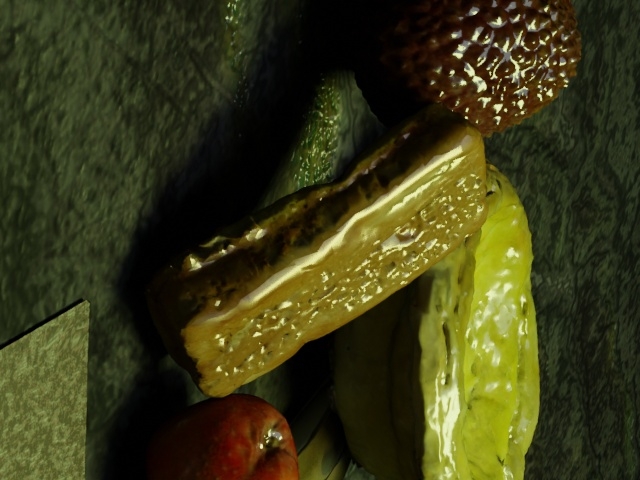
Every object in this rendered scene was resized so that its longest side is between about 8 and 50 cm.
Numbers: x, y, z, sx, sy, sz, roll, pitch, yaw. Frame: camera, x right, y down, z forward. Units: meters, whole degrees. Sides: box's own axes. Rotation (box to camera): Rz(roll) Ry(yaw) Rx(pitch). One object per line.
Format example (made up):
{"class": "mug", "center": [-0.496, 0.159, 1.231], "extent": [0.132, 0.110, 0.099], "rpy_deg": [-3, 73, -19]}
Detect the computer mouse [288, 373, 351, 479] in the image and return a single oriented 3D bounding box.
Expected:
{"class": "computer mouse", "center": [-0.015, 0.197, 1.622], "extent": [0.199, 0.045, 0.102], "rpy_deg": [-48, 148, -36]}

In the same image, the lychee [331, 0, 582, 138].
{"class": "lychee", "center": [0.099, -0.164, 1.462], "extent": [0.194, 0.194, 0.194], "rpy_deg": [-40, 140, -45]}

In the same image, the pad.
{"class": "pad", "center": [-0.209, 0.170, 1.287], "extent": [0.158, 0.003, 0.235], "rpy_deg": [-32, 134, -51]}

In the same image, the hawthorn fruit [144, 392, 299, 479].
{"class": "hawthorn fruit", "center": [-0.072, 0.174, 1.404], "extent": [0.128, 0.128, 0.128], "rpy_deg": [-40, 140, -45]}

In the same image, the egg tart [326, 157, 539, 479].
{"class": "egg tart", "center": [0.102, 0.095, 1.641], "extent": [0.345, 0.132, 0.345], "rpy_deg": [2, 90, -68]}

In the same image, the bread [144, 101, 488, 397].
{"class": "bread", "center": [0.001, 0.001, 1.383], "extent": [0.271, 0.077, 0.139], "rpy_deg": [-33, 146, -12]}
